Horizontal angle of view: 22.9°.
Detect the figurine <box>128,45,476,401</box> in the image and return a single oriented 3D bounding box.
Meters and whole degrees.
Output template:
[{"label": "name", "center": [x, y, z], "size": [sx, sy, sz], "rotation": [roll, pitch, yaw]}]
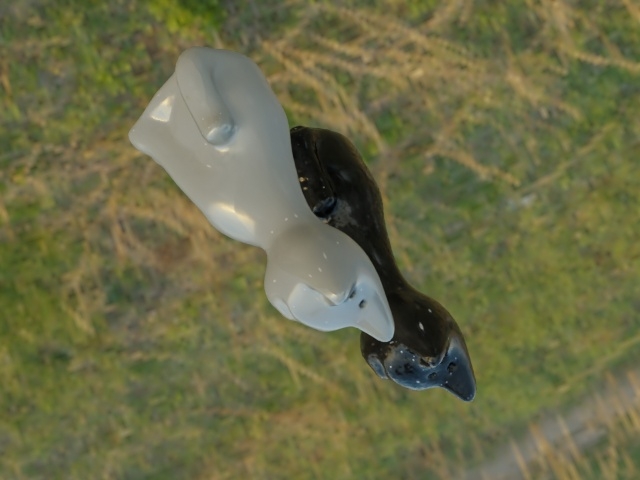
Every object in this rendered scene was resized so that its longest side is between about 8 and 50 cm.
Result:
[{"label": "figurine", "center": [0.000, 0.000, 0.972], "size": [0.092, 0.209, 0.215], "rotation": [-43, 148, 8]}]
